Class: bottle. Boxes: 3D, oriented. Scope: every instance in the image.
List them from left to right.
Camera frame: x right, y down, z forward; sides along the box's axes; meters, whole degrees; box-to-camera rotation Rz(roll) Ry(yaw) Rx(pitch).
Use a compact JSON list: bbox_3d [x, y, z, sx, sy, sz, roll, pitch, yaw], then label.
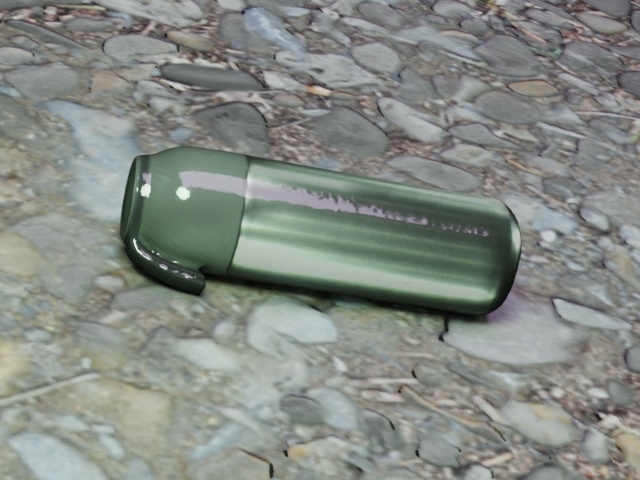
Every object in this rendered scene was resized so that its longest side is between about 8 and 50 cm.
[{"bbox_3d":[0.000,0.000,1.124,0.253,0.079,0.096,10,68,-13],"label":"bottle"}]
